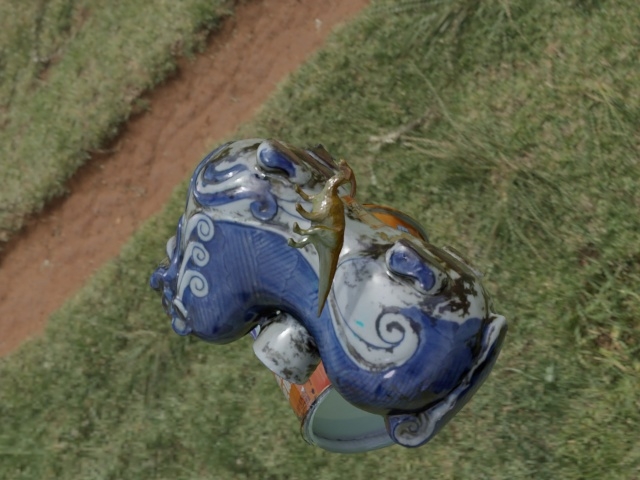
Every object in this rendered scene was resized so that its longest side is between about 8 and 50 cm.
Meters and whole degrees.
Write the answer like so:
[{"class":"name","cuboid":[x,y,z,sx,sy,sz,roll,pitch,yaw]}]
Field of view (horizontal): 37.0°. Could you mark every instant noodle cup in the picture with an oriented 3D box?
[{"class":"instant noodle cup","cuboid":[0.050,0.126,1.242,0.296,0.296,0.214,-42,48,21]}]

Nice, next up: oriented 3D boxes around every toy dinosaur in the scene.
[{"class":"toy dinosaur","cuboid":[-0.003,-0.002,0.651,0.026,0.041,0.113,-128,49,-73]}]

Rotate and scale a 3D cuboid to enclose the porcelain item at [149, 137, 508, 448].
[{"class":"porcelain item","cuboid":[-0.004,0.043,0.749,0.288,0.138,0.186,37,102,18]}]
